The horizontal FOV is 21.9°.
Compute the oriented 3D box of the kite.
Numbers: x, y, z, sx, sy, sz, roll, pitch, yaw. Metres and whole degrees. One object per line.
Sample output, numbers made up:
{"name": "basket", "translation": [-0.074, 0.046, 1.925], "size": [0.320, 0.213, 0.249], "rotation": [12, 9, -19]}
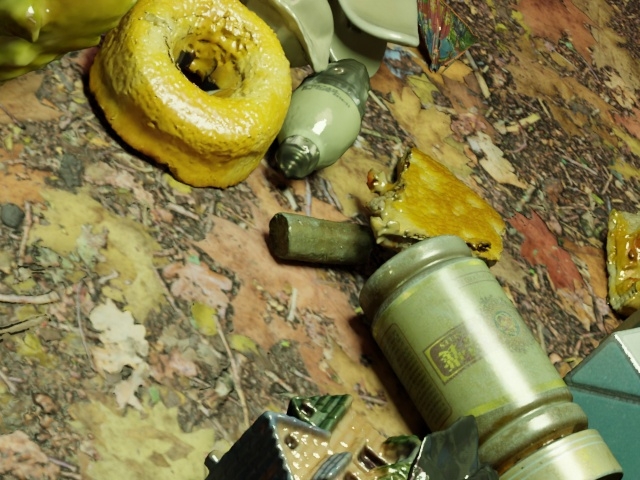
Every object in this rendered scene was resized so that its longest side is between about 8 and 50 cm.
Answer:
{"name": "kite", "translation": [0.170, -0.315, 2.371], "size": [0.241, 0.014, 0.183], "rotation": [27, 59, -51]}

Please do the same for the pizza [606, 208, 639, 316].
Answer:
{"name": "pizza", "translation": [0.488, 0.022, 2.293], "size": [0.365, 0.074, 0.182], "rotation": [-15, 71, -50]}

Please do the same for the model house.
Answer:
{"name": "model house", "translation": [-0.011, 0.223, 1.561], "size": [0.172, 0.166, 0.183], "rotation": [40, 34, 7]}

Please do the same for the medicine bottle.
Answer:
{"name": "medicine bottle", "translation": [0.178, 0.158, 1.802], "size": [0.151, 0.151, 0.322], "rotation": [-7, 56, -46]}

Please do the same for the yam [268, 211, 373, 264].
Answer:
{"name": "yam", "translation": [0.000, 0.000, 1.896], "size": [0.132, 0.054, 0.054], "rotation": [7, 48, -39]}

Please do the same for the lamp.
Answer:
{"name": "lamp", "translation": [0.004, -0.153, 2.019], "size": [0.101, 0.101, 0.250], "rotation": [36, 37, -6]}

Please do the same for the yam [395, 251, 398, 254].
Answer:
{"name": "yam", "translation": [0.092, 0.001, 2.008], "size": [0.014, 0.014, 0.107], "rotation": [13, 45, -33]}

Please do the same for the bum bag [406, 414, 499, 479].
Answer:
{"name": "bum bag", "translation": [0.124, 0.291, 1.536], "size": [0.074, 0.310, 0.137], "rotation": [18, 45, 31]}

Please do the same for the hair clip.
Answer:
{"name": "hair clip", "translation": [0.043, -0.330, 2.231], "size": [0.173, 0.113, 0.282], "rotation": [12, 44, -34]}

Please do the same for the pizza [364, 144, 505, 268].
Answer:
{"name": "pizza", "translation": [0.130, -0.024, 1.978], "size": [0.189, 0.071, 0.297], "rotation": [37, 18, 1]}

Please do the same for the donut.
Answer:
{"name": "donut", "translation": [-0.144, -0.182, 1.916], "size": [0.254, 0.118, 0.253], "rotation": [16, 57, -25]}

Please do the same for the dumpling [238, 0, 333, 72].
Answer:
{"name": "dumpling", "translation": [-0.070, -0.290, 2.052], "size": [0.162, 0.132, 0.250], "rotation": [40, 3, -39]}

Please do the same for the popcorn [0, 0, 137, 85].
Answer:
{"name": "popcorn", "translation": [-0.345, -0.306, 1.720], "size": [0.279, 0.336, 0.274], "rotation": [55, 10, -81]}

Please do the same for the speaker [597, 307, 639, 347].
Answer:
{"name": "speaker", "translation": [0.500, 0.154, 2.073], "size": [0.231, 0.192, 0.153], "rotation": [8, 46, -42]}

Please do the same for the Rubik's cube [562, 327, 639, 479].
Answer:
{"name": "Rubik's cube", "translation": [0.378, 0.227, 1.866], "size": [0.207, 0.205, 0.205], "rotation": [-3, 54, -45]}
